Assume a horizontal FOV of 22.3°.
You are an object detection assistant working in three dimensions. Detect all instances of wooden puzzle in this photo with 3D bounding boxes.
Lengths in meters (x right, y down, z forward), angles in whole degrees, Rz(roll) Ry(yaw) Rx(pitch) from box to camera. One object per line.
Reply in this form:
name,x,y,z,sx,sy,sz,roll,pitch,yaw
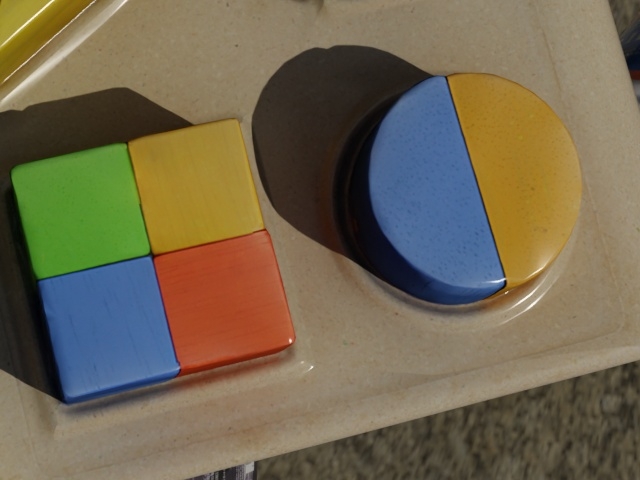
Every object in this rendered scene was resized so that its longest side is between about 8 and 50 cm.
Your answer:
wooden puzzle,-0.023,-0.076,0.680,0.348,0.080,0.322,-13,82,-15

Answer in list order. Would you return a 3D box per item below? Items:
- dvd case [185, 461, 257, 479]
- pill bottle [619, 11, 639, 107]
dvd case,-0.088,0.169,0.900,0.018,0.221,0.164,3,95,22
pill bottle,0.238,-0.093,1.036,0.124,0.221,0.124,18,130,22
